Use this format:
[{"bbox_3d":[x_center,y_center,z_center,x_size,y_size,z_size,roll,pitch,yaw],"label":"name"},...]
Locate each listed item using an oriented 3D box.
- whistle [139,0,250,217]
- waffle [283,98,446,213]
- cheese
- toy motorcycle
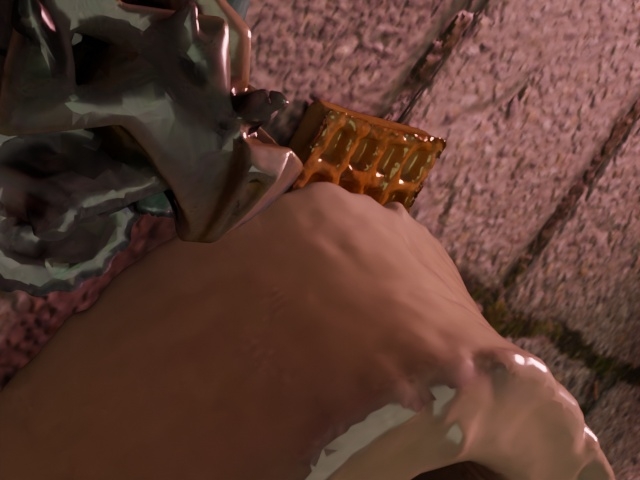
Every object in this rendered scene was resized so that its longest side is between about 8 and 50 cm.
[{"bbox_3d":[-0.044,-0.098,0.588,0.039,0.039,0.186,-3,123,-41],"label":"whistle"},{"bbox_3d":[0.000,0.000,0.723,0.092,0.021,0.135,9,115,-46],"label":"waffle"},{"bbox_3d":[-0.019,0.142,0.700,0.292,0.153,0.332,17,118,-48],"label":"cheese"},{"bbox_3d":[-0.059,-0.090,0.521,0.130,0.094,0.229,5,105,-20],"label":"toy motorcycle"}]
